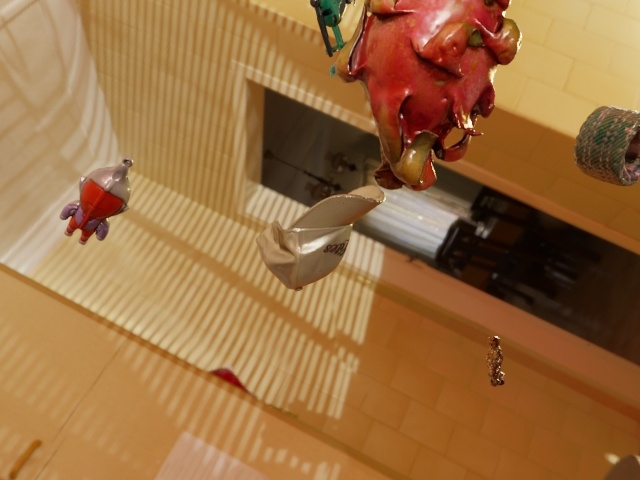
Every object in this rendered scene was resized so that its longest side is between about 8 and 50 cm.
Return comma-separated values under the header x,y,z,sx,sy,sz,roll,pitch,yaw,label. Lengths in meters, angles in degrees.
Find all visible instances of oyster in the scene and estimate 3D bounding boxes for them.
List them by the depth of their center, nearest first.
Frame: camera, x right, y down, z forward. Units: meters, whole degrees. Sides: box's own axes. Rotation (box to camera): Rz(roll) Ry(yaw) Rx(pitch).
x,y,z,sx,sy,sz,roll,pitch,yaw,label
0.350,0.242,1.145,0.132,0.029,0.086,48,-137,-56,oyster

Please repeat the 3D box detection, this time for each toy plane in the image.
x,y,z,sx,sy,sz,roll,pitch,yaw,label
0.019,-0.418,1.040,0.096,0.060,0.235,-38,-64,-46,toy plane

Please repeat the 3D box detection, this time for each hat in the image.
x,y,z,sx,sy,sz,roll,pitch,yaw,label
0.001,-0.007,0.617,0.166,0.081,0.122,-31,0,25,hat

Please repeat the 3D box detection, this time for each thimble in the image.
x,y,z,sx,sy,sz,roll,pitch,yaw,label
0.499,-0.160,0.968,0.135,0.090,0.118,31,-89,-46,thimble

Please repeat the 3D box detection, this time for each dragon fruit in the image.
x,y,z,sx,sy,sz,roll,pitch,yaw,label
0.156,-0.229,0.799,0.243,0.307,0.227,-26,25,-2,dragon fruit

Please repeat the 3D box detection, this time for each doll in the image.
x,y,z,sx,sy,sz,roll,pitch,yaw,label
-0.414,-0.076,1.082,0.227,0.102,0.075,-47,22,27,doll
